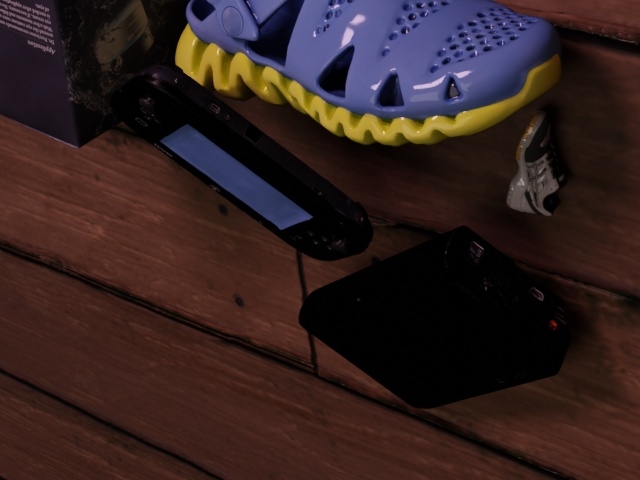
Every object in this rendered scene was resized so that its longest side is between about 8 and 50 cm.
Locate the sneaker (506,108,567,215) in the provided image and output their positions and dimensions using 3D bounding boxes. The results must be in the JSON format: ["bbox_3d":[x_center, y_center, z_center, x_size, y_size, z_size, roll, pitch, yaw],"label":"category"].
[{"bbox_3d":[0.150,-0.052,1.020,0.037,0.032,0.083,21,138,17],"label":"sneaker"}]

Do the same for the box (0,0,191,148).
[{"bbox_3d":[-0.167,-0.180,1.142,0.093,0.156,0.158,24,134,31],"label":"box"}]

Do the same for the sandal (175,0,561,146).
[{"bbox_3d":[0.015,-0.152,1.008,0.317,0.126,0.138,16,125,36],"label":"sandal"}]

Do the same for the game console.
[{"bbox_3d":[0.000,0.000,1.097,0.361,0.044,0.213,37,151,-15],"label":"game console"}]
